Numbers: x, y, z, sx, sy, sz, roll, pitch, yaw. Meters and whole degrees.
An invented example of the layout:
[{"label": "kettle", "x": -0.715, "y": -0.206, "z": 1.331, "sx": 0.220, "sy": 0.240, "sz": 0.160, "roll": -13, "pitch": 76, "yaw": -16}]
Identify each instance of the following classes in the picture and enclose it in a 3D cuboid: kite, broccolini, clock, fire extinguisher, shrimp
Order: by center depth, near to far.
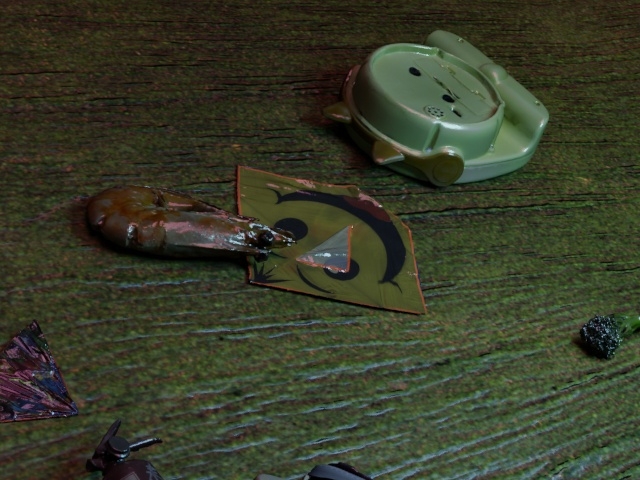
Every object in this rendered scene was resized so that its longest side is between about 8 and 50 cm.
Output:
[{"label": "fire extinguisher", "x": -0.188, "y": 0.296, "z": 1.673, "sx": 0.252, "sy": 0.075, "sz": 0.106, "roll": 47, "pitch": 15, "yaw": 32}, {"label": "kite", "x": -0.371, "y": 0.167, "z": 1.783, "sx": 0.189, "sy": 0.009, "sz": 0.232, "roll": 26, "pitch": 36, "yaw": 4}, {"label": "shrimp", "x": -0.176, "y": -0.024, "z": 2.091, "sx": 0.294, "sy": 0.062, "sz": 0.154, "roll": 13, "pitch": 31, "yaw": -10}, {"label": "kite", "x": -0.001, "y": 0.002, "z": 2.188, "sx": 0.377, "sy": 0.013, "sz": 0.327, "roll": 37, "pitch": 39, "yaw": 19}, {"label": "broccolini", "x": 0.470, "y": 0.131, "z": 2.240, "sx": 0.216, "sy": 0.067, "sz": 0.058, "roll": -4, "pitch": 45, "yaw": -44}, {"label": "clock", "x": 0.175, "y": -0.213, "z": 2.464, "sx": 0.348, "sy": 0.117, "sz": 0.286, "roll": -17, "pitch": 51, "yaw": -41}]

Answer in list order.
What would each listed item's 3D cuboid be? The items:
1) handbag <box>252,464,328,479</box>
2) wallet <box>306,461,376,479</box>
[{"label": "handbag", "x": 0.039, "y": 0.341, "z": 1.699, "sx": 0.241, "sy": 0.109, "sz": 0.315, "roll": 14, "pitch": 33, "yaw": -12}, {"label": "wallet", "x": 0.024, "y": 0.305, "z": 1.611, "sx": 0.170, "sy": 0.069, "sz": 0.231, "roll": 18, "pitch": 19, "yaw": 20}]
